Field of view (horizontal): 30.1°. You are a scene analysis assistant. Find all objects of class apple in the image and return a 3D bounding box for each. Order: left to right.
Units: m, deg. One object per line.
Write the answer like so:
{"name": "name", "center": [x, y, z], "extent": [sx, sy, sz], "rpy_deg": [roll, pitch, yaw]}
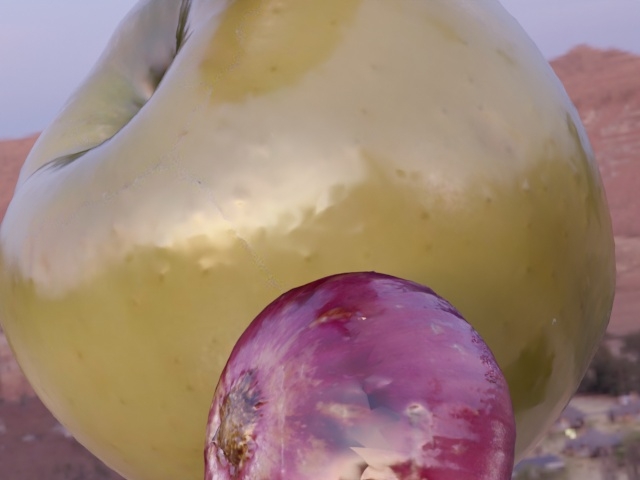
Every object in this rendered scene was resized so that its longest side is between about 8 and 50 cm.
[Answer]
{"name": "apple", "center": [0.000, 0.000, 0.908], "extent": [0.474, 0.473, 0.473], "rpy_deg": [-9, 2, 0]}

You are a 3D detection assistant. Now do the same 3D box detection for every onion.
{"name": "onion", "center": [0.019, 0.103, 0.595], "extent": [0.153, 0.177, 0.177], "rpy_deg": [-12, 3, -22]}
